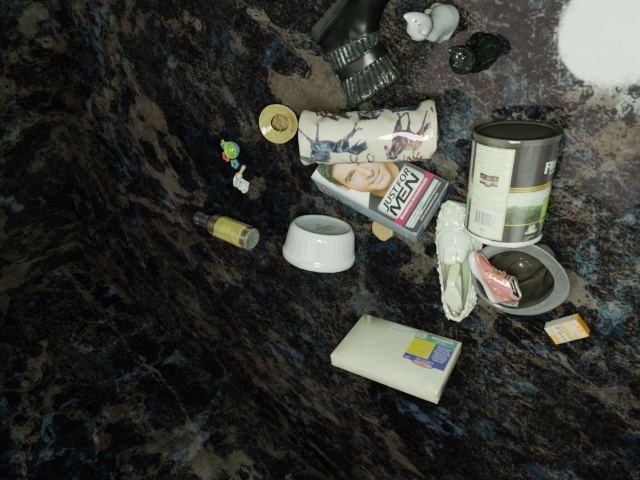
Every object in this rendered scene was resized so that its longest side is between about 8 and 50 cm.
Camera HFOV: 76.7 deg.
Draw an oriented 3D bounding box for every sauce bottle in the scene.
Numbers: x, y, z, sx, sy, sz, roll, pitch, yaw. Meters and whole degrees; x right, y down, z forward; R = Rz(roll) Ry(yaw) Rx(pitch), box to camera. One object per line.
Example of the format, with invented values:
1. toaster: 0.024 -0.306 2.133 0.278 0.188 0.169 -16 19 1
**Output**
1. sauce bottle: -0.441 -0.058 1.864 0.344 0.111 0.111 21 127 28

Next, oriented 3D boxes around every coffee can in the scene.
1. coffee can: 0.484 -0.149 1.041 0.202 0.201 0.275 14 124 31

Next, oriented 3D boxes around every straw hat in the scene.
1. straw hat: -0.141 -0.422 1.445 0.145 0.061 0.144 8 121 14

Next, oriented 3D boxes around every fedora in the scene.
1. fedora: 0.578 0.087 1.166 0.244 0.124 0.275 44 141 9

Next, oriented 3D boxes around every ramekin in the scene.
1. ramekin: 0.000 0.000 1.466 0.273 0.273 0.127 19 114 27

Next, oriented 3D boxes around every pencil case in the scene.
1. pencil case: 0.126 -0.305 1.158 0.410 0.183 0.160 1 131 16

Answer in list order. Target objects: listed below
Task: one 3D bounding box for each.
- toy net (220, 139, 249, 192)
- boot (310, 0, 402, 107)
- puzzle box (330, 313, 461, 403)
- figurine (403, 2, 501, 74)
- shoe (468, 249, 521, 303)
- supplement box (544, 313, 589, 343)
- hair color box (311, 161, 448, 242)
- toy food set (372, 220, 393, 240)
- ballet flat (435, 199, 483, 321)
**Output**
1. toy net: -0.367 -0.304 1.699 0.122 0.045 0.232 11 122 32
2. boot: 0.151 -0.555 1.096 0.348 0.131 0.260 -29 94 49
3. puzzle box: 0.279 0.419 1.492 0.409 0.272 0.052 11 122 33
4. figurine: 0.308 -0.481 0.966 0.215 0.209 0.092 42 133 9
5. shoe: 0.485 0.097 1.119 0.081 0.063 0.178 -17 111 49
6. supplement box: 0.739 0.266 1.213 0.062 0.036 0.098 53 134 0
7. hair color box: 0.180 -0.170 1.258 0.374 0.185 0.113 31 176 19
8. toy food set: 0.221 -0.041 1.430 0.083 0.020 0.082 52 134 0
9. ballet flat: 0.432 0.081 1.269 0.147 0.147 0.408 5 118 35
